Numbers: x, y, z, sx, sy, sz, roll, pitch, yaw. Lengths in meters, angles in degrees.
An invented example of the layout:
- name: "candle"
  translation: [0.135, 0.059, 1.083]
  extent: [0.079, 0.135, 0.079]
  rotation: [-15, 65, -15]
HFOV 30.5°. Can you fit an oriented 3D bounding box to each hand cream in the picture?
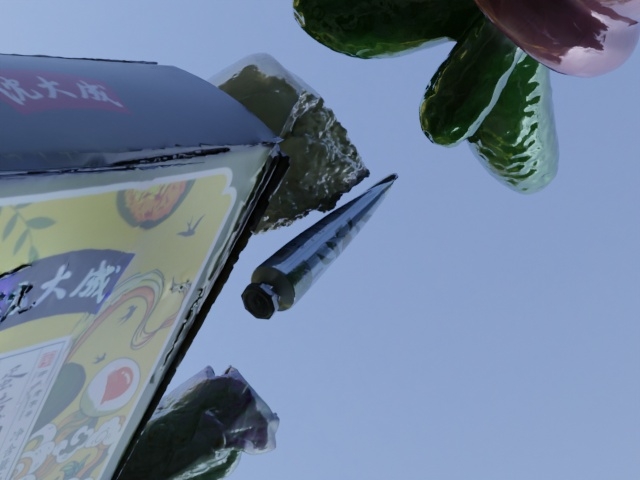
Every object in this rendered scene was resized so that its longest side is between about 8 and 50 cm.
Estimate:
- name: "hand cream"
  translation: [0.000, 0.000, 1.265]
  extent: [0.055, 0.256, 0.088]
  rotation: [48, -47, -4]

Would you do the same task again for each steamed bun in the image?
- name: "steamed bun"
  translation: [-0.083, -0.084, 1.288]
  extent: [0.200, 0.225, 0.170]
  rotation: [54, -8, -5]

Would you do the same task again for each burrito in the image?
- name: "burrito"
  translation: [-0.167, 0.243, 1.378]
  extent: [0.229, 0.089, 0.144]
  rotation: [-37, -95, 2]

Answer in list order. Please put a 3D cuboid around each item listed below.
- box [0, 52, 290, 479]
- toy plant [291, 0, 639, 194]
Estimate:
- name: "box"
  translation: [-0.249, 0.083, 0.762]
  extent: [0.138, 0.373, 0.420]
  rotation: [38, -67, 23]
- name: "toy plant"
  translation: [0.188, -0.199, 0.991]
  extent: [0.317, 0.211, 0.356]
  rotation: [32, -52, -21]
